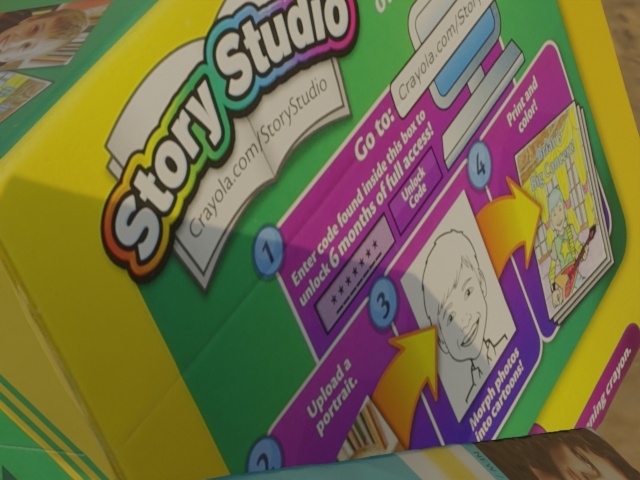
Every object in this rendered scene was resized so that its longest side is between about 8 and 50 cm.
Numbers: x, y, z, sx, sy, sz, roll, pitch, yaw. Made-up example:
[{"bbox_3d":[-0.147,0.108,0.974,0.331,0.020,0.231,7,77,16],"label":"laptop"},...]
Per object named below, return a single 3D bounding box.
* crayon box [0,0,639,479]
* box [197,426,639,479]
[{"bbox_3d":[0.000,0.000,0.716,0.106,0.363,0.313,1,128,35],"label":"crayon box"},{"bbox_3d":[0.042,0.102,0.424,0.100,0.244,0.060,46,105,20],"label":"box"}]
